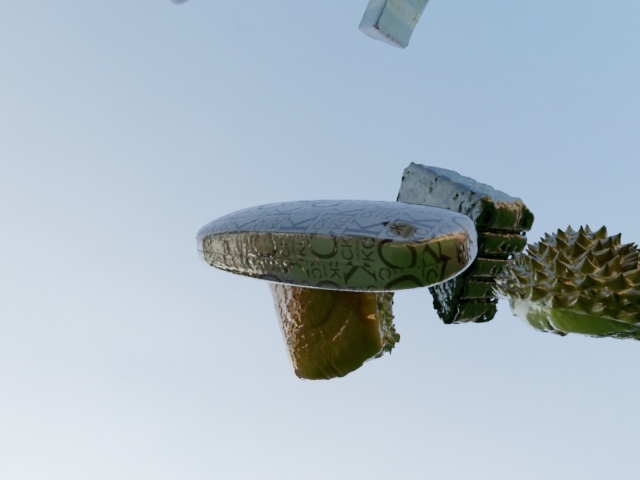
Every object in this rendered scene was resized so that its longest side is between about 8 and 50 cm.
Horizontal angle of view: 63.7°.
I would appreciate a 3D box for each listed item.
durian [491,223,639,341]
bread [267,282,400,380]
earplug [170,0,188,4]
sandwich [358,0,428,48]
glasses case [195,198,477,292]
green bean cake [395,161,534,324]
[{"bbox_3d":[0.250,0.041,0.428,0.147,0.208,0.102,13,-90,-55],"label":"durian"},{"bbox_3d":[0.011,0.072,0.741,0.174,0.121,0.245,-24,-108,25],"label":"bread"},{"bbox_3d":[0.025,-0.392,0.425,0.457,0.215,0.215,-21,-66,6],"label":"earplug"},{"bbox_3d":[0.065,-0.275,0.590,0.074,0.116,0.074,32,-70,19],"label":"sandwich"},{"bbox_3d":[0.000,0.000,0.588,0.137,0.355,0.085,-23,-69,-47],"label":"glasses case"},{"bbox_3d":[0.191,-0.002,0.762,0.107,0.208,0.193,-1,-66,-29],"label":"green bean cake"}]
